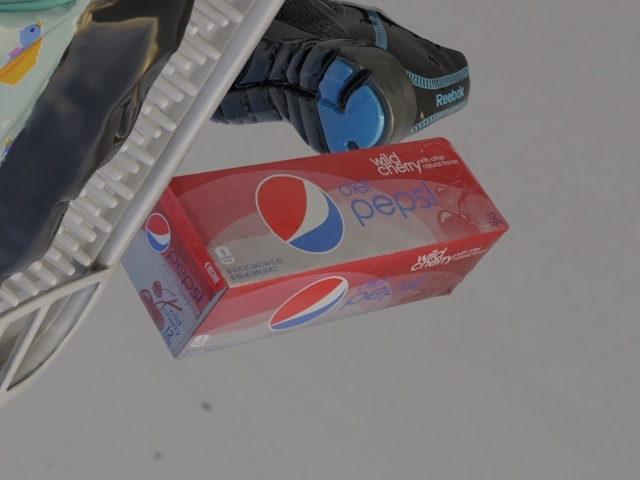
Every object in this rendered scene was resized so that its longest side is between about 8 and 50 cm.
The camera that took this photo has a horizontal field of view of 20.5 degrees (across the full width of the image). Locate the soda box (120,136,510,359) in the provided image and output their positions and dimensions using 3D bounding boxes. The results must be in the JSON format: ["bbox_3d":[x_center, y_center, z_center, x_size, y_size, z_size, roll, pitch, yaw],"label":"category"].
[{"bbox_3d":[0.000,0.000,1.191,0.092,0.263,0.083,57,134,21],"label":"soda box"}]

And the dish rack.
[{"bbox_3d":[-0.145,-0.035,0.913,0.072,0.333,0.285,37,-161,7],"label":"dish rack"}]

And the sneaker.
[{"bbox_3d":[-0.022,-0.158,1.538,0.341,0.139,0.125,30,126,39],"label":"sneaker"}]

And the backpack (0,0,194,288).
[{"bbox_3d":[-0.131,-0.060,0.406,0.182,0.152,0.115,16,-144,-30],"label":"backpack"}]
